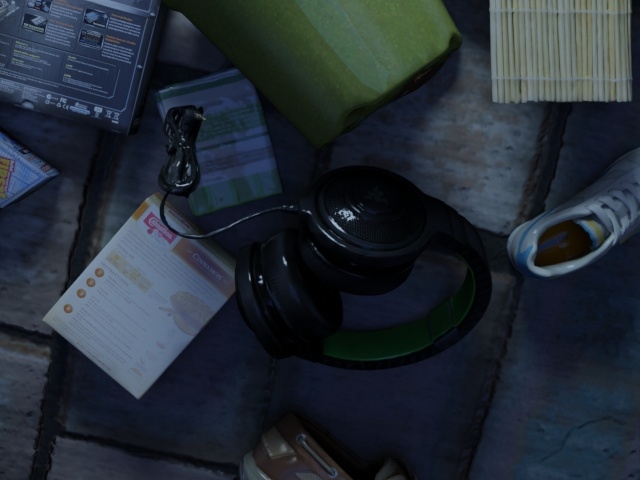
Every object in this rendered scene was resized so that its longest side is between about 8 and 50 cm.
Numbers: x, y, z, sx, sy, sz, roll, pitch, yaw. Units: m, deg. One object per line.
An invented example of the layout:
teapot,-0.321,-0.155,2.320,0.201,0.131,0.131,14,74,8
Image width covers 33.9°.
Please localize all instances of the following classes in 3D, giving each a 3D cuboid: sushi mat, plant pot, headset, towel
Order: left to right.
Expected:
towel,-0.113,-0.111,1.185,0.113,0.023,0.152,-15,100,4
plant pot,-0.006,-0.238,1.023,0.276,0.276,0.254,-36,93,7
headset,0.000,0.000,1.110,0.394,0.185,0.243,27,128,-32
sushi mat,0.235,-0.292,1.025,0.151,0.019,0.316,-3,97,-8

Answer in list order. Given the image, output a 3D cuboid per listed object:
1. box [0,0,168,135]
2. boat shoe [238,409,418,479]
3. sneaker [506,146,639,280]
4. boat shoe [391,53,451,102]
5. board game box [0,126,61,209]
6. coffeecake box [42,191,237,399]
box,-0.294,-0.232,1.149,0.231,0.056,0.183,15,99,-2
boat shoe,0.066,0.309,1.210,0.324,0.123,0.116,31,97,-6
sneaker,0.317,-0.026,1.159,0.229,0.092,0.087,-35,96,5
boat shoe,0.076,-0.182,1.150,0.178,0.060,0.064,-35,98,6
board game box,-0.404,-0.068,1.177,0.194,0.060,0.194,24,99,-3
coffeecake box,-0.196,0.061,1.193,0.142,0.068,0.185,41,98,-6
